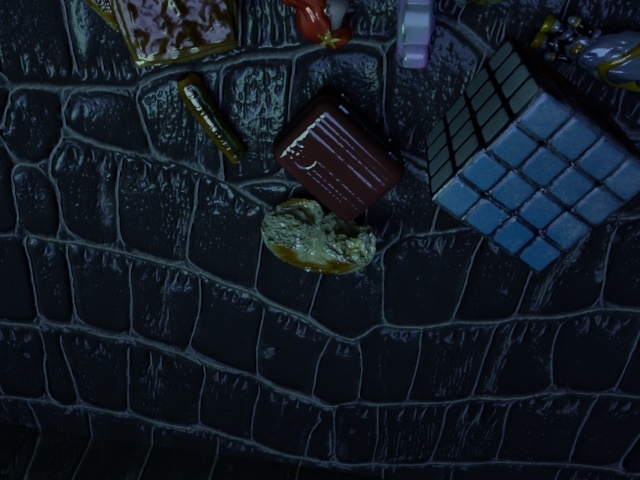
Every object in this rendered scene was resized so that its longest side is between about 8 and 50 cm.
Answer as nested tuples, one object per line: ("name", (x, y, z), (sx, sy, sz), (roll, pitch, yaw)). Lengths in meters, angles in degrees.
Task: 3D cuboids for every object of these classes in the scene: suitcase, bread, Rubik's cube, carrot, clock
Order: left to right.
("bread", (-0.326, -0.564, 1.343), (0.277, 0.167, 0.325), (-14, 110, -8))
("carrot", (-0.277, -0.312, 1.577), (0.070, 0.070, 0.260), (-24, 121, 20))
("bread", (0.004, 0.003, 1.690), (0.314, 0.171, 0.192), (11, 154, 10))
("suitcase", (0.046, -0.215, 1.547), (0.297, 0.161, 0.236), (40, 118, -20))
("clock", (0.206, -0.489, 1.299), (0.090, 0.248, 0.228), (3, 124, 7))
("Rubik's cube", (0.477, -0.196, 1.409), (0.344, 0.344, 0.337), (31, 122, -14))

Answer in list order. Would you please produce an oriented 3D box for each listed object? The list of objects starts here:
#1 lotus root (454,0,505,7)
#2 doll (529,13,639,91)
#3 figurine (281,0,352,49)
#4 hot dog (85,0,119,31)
("lotus root", (0.427, -0.606, 1.258), (0.349, 0.175, 0.175), (-19, 120, 13))
("doll", (0.643, -0.429, 1.385), (0.316, 0.103, 0.145), (20, 127, -1))
("figurine", (0.006, -0.563, 1.328), (0.208, 0.181, 0.257), (-6, 137, -40))
("hot dog", (-0.508, -0.606, 1.396), (0.144, 0.075, 0.268), (-35, 113, 24))
